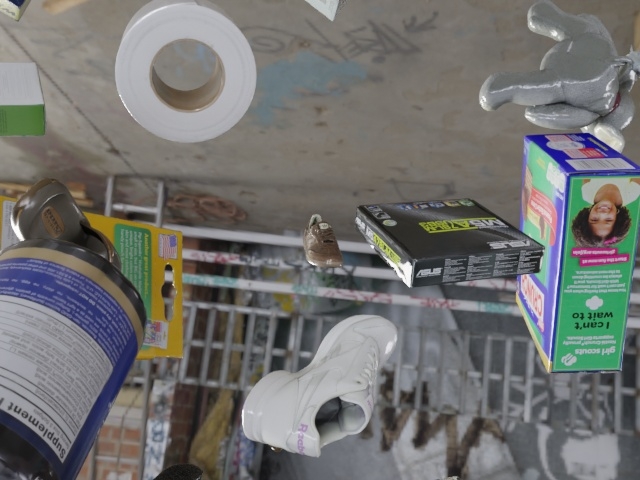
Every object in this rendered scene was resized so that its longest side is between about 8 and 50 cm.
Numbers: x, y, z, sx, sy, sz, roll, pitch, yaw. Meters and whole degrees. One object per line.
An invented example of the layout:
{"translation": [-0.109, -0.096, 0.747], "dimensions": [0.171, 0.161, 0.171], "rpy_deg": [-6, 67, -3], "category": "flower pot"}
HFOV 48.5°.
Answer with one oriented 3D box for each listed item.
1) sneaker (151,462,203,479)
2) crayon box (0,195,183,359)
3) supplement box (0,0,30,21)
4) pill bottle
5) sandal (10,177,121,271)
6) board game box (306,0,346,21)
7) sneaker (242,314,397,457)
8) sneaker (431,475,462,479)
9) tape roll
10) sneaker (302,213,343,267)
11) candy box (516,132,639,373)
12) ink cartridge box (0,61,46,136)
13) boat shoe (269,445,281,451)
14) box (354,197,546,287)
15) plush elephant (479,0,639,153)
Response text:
{"translation": [-0.246, 0.404, 1.060], "dimensions": [0.051, 0.089, 0.170], "rpy_deg": [21, -162, 28], "category": "sneaker"}
{"translation": [-0.339, 0.067, 0.990], "dimensions": [0.083, 0.203, 0.323], "rpy_deg": [-11, 165, 36], "category": "crayon box"}
{"translation": [-0.318, -0.283, 0.735], "dimensions": [0.056, 0.083, 0.083], "rpy_deg": [31, 174, -24], "category": "supplement box"}
{"translation": [-0.197, 0.107, 0.426], "dimensions": [0.122, 0.219, 0.123], "rpy_deg": [6, 128, 7], "category": "pill bottle"}
{"translation": [-0.260, 0.011, 0.772], "dimensions": [0.060, 0.090, 0.219], "rpy_deg": [27, 153, 15], "category": "sandal"}
{"translation": [0.055, -0.579, 1.322], "dimensions": [0.142, 0.275, 0.144], "rpy_deg": [37, 178, -3], "category": "board game box"}
{"translation": [0.037, 0.208, 0.998], "dimensions": [0.152, 0.114, 0.305], "rpy_deg": [13, -150, 37], "category": "sneaker"}
{"translation": [0.124, 0.436, 0.881], "dimensions": [0.147, 0.330, 0.130], "rpy_deg": [-4, -164, 21], "category": "sneaker"}
{"translation": [-0.248, -0.319, 1.308], "dimensions": [0.246, 0.246, 0.169], "rpy_deg": [11, -158, -17], "category": "tape roll"}
{"translation": [0.000, 0.000, 1.421], "dimensions": [0.066, 0.071, 0.188], "rpy_deg": [0, -164, -16], "category": "sneaker"}
{"translation": [0.400, 0.010, 1.136], "dimensions": [0.122, 0.317, 0.268], "rpy_deg": [-2, -161, 4], "category": "candy box"}
{"translation": [-0.521, -0.208, 1.045], "dimensions": [0.209, 0.109, 0.062], "rpy_deg": [-6, 139, -25], "category": "ink cartridge box"}
{"translation": [-0.058, 0.327, 1.358], "dimensions": [0.095, 0.095, 0.257], "rpy_deg": [-34, 168, -25], "category": "boat shoe"}
{"translation": [0.165, -0.003, 0.946], "dimensions": [0.190, 0.045, 0.184], "rpy_deg": [-4, -157, -18], "category": "box"}
{"translation": [0.536, -0.301, 1.447], "dimensions": [0.330, 0.272, 0.255], "rpy_deg": [17, 161, 31], "category": "plush elephant"}
